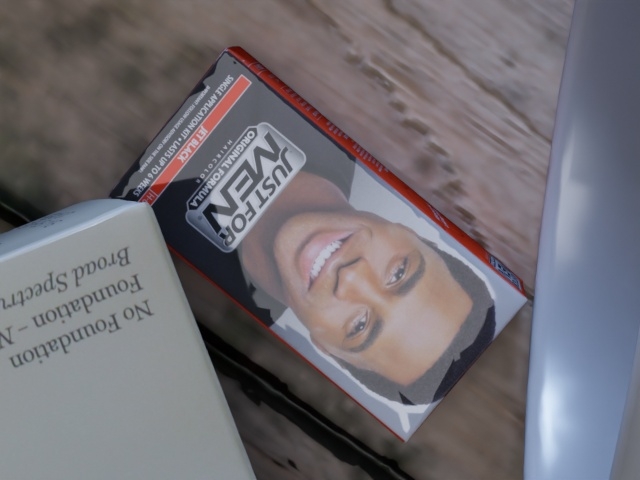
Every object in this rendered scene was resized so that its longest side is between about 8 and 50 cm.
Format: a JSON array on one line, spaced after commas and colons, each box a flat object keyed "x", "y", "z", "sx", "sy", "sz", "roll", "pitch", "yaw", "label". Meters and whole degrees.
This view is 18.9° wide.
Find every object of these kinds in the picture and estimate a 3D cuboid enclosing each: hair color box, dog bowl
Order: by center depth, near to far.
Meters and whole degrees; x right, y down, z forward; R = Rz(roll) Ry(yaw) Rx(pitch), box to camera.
[{"x": 0.132, "y": -0.003, "z": 0.582, "sx": 0.104, "sy": 0.265, "sz": 0.265, "roll": 6, "pitch": 97, "yaw": 0, "label": "dog bowl"}, {"x": 0.000, "y": 0.000, "z": 0.703, "sx": 0.141, "sy": 0.043, "sz": 0.072, "roll": 39, "pitch": 97, "yaw": -2, "label": "hair color box"}]

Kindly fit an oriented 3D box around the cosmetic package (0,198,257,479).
[{"x": -0.086, "y": 0.155, "z": 0.665, "sx": 0.160, "sy": 0.113, "sz": 0.309, "roll": -24, "pitch": 97, "yaw": -17, "label": "cosmetic package"}]
